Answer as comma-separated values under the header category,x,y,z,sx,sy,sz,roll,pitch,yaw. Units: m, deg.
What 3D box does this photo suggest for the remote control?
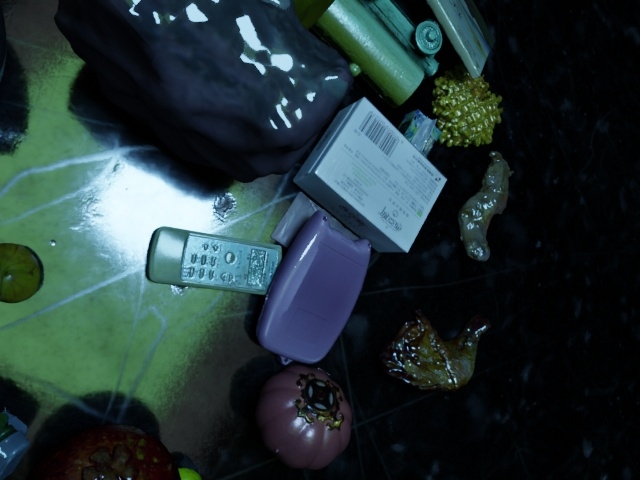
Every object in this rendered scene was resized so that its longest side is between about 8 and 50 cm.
category,x,y,z,sx,sy,sz,roll,pitch,yaw
remote control,-0.181,0.039,0.784,0.234,0.038,0.097,11,84,-28

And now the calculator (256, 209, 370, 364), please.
category,x,y,z,sx,sy,sz,roll,pitch,yaw
calculator,-0.006,0.104,0.850,0.194,0.043,0.294,30,81,-36

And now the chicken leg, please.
category,x,y,z,sx,sy,sz,roll,pitch,yaw
chicken leg,0.266,0.247,0.995,0.323,0.083,0.177,8,70,-25

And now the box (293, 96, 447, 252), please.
category,x,y,z,sx,sy,sz,roll,pitch,yaw
box,0.106,-0.123,0.899,0.260,0.111,0.194,40,72,-23

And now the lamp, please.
category,x,y,z,sx,sy,sz,roll,pitch,yaw
lamp,-0.032,0.317,0.791,0.182,0.140,0.182,23,33,-17

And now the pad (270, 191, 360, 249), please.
category,x,y,z,sx,sy,sz,roll,pitch,yaw
pad,0.000,0.000,0.898,0.188,0.006,0.113,37,73,-20

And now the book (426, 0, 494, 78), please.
category,x,y,z,sx,sy,sz,roll,pitch,yaw
book,0.328,-0.499,1.011,0.201,0.026,0.289,51,41,-19

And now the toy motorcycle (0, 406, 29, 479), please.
category,x,y,z,sx,sy,sz,roll,pitch,yaw
toy motorcycle,-0.476,0.348,0.562,0.187,0.125,0.274,32,88,-4

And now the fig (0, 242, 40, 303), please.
category,x,y,z,sx,sy,sz,roll,pitch,yaw
fig,-0.437,0.042,0.614,0.082,0.098,0.084,11,72,-26

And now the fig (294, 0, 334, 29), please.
category,x,y,z,sx,sy,sz,roll,pitch,yaw
fig,-0.086,-0.498,0.683,0.344,0.343,0.342,1,88,-28

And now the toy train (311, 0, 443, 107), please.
category,x,y,z,sx,sy,sz,roll,pitch,yaw
toy train,0.119,-0.423,0.906,0.307,0.126,0.189,37,71,-23

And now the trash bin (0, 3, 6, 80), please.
category,x,y,z,sx,sy,sz,roll,pitch,yaw
trash bin,-0.582,-0.242,0.452,0.432,0.280,0.280,-23,99,-23

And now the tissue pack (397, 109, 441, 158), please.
category,x,y,z,sx,sy,sz,roll,pitch,yaw
tissue pack,0.211,-0.219,0.974,0.085,0.079,0.111,37,72,-21

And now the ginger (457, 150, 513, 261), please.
category,x,y,z,sx,sy,sz,roll,pitch,yaw
ginger,0.402,-0.083,1.082,0.122,0.084,0.290,43,64,-43

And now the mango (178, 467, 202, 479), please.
category,x,y,z,sx,sy,sz,roll,pitch,yaw
mango,-0.224,0.429,0.737,0.073,0.056,0.108,-39,109,-18

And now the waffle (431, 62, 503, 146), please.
category,x,y,z,sx,sy,sz,roll,pitch,yaw
waffle,0.352,-0.323,1.058,0.193,0.070,0.197,0,89,-27

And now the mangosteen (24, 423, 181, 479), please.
category,x,y,z,sx,sy,sz,roll,pitch,yaw
mangosteen,-0.315,0.393,0.624,0.215,0.215,0.257,11,117,-27

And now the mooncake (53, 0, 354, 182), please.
category,x,y,z,sx,sy,sz,roll,pitch,yaw
mooncake,-0.165,-0.250,0.624,0.381,0.351,0.212,36,72,-21
